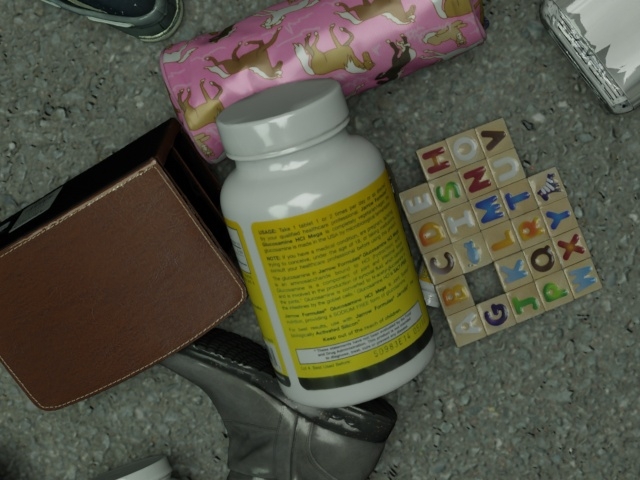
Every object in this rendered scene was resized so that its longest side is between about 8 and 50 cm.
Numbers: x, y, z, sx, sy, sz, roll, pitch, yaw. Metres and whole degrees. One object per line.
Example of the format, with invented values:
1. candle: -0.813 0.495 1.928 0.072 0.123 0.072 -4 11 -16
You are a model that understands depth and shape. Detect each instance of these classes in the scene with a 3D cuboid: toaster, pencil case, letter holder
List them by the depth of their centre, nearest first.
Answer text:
1. toaster: 0.358 -0.246 1.805 0.146 0.129 0.227 -37 91 8
2. pencil case: 0.000 -0.227 1.807 0.386 0.167 0.160 -25 74 5
3. letter holder: -0.246 0.036 1.824 0.302 0.152 0.214 -30 107 14

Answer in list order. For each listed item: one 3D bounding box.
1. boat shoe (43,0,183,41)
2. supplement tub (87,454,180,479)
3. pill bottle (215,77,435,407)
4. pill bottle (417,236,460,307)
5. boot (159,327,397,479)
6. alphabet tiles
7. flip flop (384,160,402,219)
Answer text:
1. boat shoe: -0.314 -0.339 1.859 0.319 0.099 0.116 28 94 2
2. supplement tub: -0.208 0.371 1.855 0.144 0.144 0.200 -19 91 4
3. pill bottle: 0.000 0.000 1.714 0.188 0.188 0.334 -15 109 4
4. pill bottle: 0.141 0.037 1.869 0.043 0.043 0.083 16 93 3
5. boot: -0.094 0.246 1.864 0.338 0.118 0.223 24 102 9
6. alphabet tiles: 0.209 -0.017 1.853 0.198 0.009 0.237 -22 91 -12
7. flip flop: 0.063 0.026 1.862 0.112 0.080 0.277 -10 108 15
